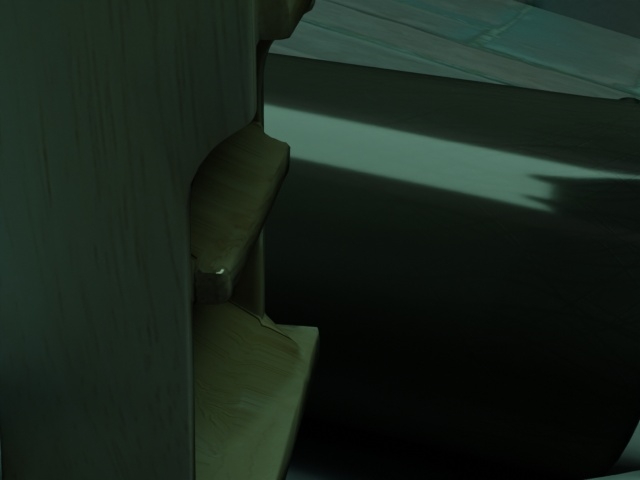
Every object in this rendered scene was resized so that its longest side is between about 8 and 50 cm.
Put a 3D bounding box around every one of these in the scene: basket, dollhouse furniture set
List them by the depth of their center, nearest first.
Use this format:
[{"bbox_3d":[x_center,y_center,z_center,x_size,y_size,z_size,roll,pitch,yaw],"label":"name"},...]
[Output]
[{"bbox_3d":[0.119,-0.046,0.534,0.394,0.256,0.362,2,18,5],"label":"dollhouse furniture set"},{"bbox_3d":[0.000,0.000,0.766,0.227,0.154,0.204,10,8,-8],"label":"basket"}]

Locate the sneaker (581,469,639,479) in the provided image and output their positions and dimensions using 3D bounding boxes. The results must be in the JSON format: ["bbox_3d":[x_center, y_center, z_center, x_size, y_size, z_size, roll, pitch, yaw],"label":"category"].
[{"bbox_3d":[0.142,0.097,0.465,0.282,0.102,0.161,-22,11,-2],"label":"sneaker"}]
